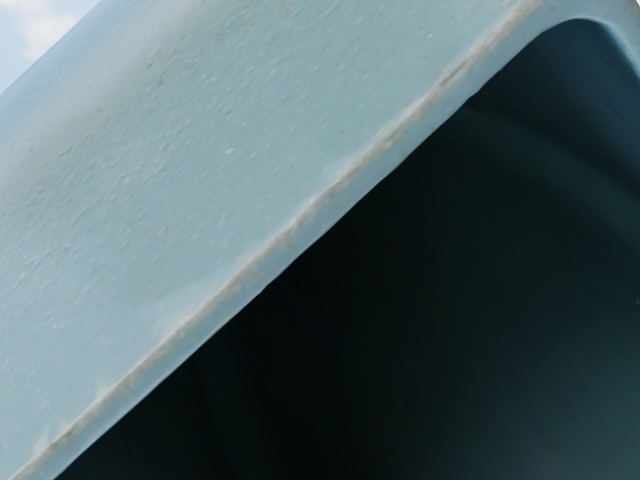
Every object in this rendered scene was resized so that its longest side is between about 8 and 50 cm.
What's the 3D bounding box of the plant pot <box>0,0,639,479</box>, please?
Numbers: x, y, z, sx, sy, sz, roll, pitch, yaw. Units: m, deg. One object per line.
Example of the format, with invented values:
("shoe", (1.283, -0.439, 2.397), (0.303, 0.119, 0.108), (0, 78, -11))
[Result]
("plant pot", (0.000, 0.000, 0.596), (0.248, 0.247, 0.252), (43, -173, -42))
